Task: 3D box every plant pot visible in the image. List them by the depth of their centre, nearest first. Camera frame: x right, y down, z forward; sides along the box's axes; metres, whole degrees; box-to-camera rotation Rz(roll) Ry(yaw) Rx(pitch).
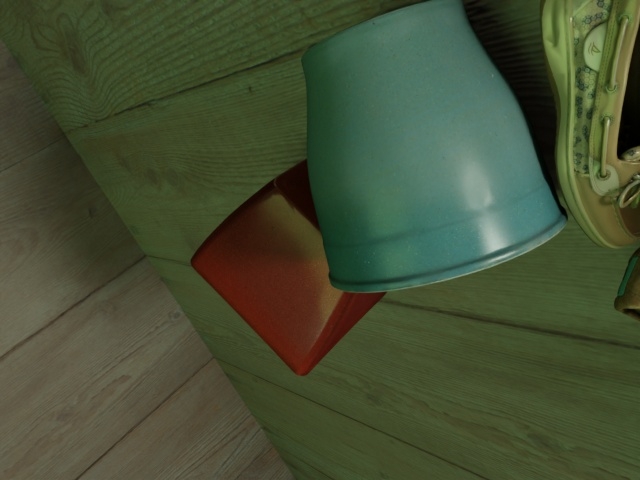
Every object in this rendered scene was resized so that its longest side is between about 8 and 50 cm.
[{"bbox_3d":[0.100,-0.110,0.626,0.272,0.272,0.255,-6,106,55],"label":"plant pot"},{"bbox_3d":[0.000,0.000,0.896,0.267,0.267,0.235,44,138,8],"label":"plant pot"}]

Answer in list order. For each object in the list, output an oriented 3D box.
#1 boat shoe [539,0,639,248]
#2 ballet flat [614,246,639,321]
[{"bbox_3d":[0.278,-0.113,0.520,0.089,0.105,0.285,11,132,52],"label":"boat shoe"},{"bbox_3d":[0.440,0.150,0.580,0.342,0.124,0.116,46,168,4],"label":"ballet flat"}]
